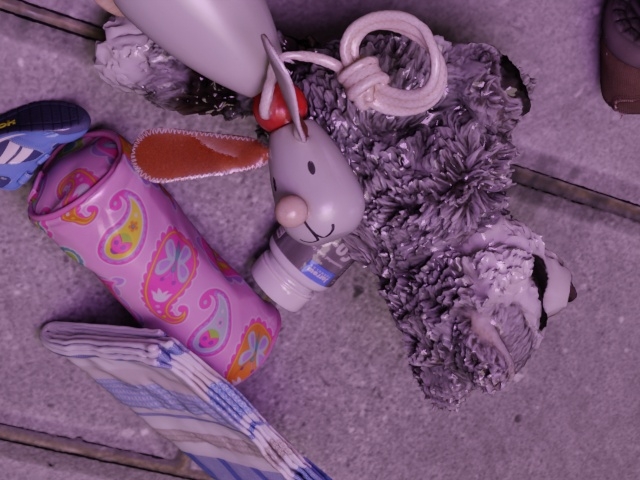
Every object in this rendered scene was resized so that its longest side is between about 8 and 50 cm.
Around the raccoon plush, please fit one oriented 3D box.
[{"bbox_3d":[0.010,-0.016,1.442,0.447,0.216,0.299,6,78,6],"label":"raccoon plush"}]

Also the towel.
[{"bbox_3d":[-0.130,0.171,1.591,0.285,0.209,0.034,46,61,-34],"label":"towel"}]

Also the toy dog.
[{"bbox_3d":[-0.085,-0.148,1.274,0.334,0.161,0.220,43,122,11],"label":"toy dog"}]

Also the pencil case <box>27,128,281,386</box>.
[{"bbox_3d":[-0.155,0.026,1.527,0.124,0.124,0.284,-34,125,6],"label":"pencil case"}]

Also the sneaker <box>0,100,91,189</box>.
[{"bbox_3d":[-0.273,-0.082,1.465,0.144,0.053,0.059,-17,124,4],"label":"sneaker"}]

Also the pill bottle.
[{"bbox_3d":[0.000,0.000,1.580,0.078,0.078,0.137,34,106,-31],"label":"pill bottle"}]

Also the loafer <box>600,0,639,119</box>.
[{"bbox_3d":[0.435,-0.170,1.592,0.366,0.133,0.130,7,144,-10],"label":"loafer"}]
